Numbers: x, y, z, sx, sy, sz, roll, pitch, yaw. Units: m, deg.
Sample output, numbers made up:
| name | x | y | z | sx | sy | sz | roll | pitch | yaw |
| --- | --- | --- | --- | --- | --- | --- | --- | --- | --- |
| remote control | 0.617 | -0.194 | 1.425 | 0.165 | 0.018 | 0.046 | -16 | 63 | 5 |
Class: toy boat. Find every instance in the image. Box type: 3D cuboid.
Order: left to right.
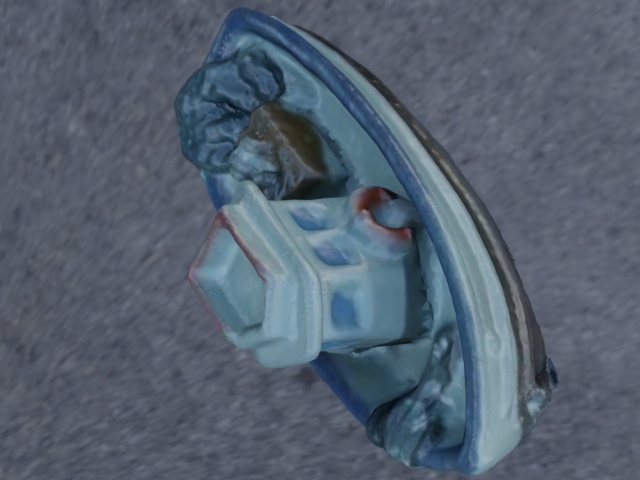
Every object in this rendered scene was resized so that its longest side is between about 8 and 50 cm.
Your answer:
| name | x | y | z | sx | sy | sz | roll | pitch | yaw |
| --- | --- | --- | --- | --- | --- | --- | --- | --- | --- |
| toy boat | 0.000 | 0.000 | 0.388 | 0.066 | 0.059 | 0.140 | -4 | 45 | -38 |
